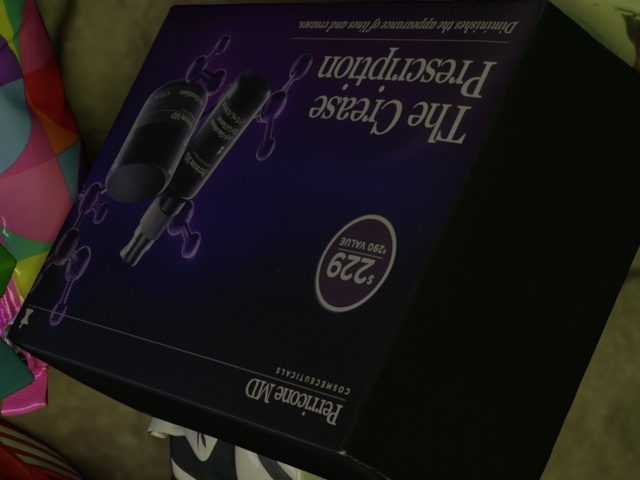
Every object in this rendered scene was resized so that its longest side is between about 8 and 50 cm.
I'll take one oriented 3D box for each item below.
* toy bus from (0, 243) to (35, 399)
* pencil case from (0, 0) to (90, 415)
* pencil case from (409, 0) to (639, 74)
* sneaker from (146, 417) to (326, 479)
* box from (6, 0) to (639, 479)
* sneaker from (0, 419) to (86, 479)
[{"bbox_3d":[-0.246,0.025,0.760,0.202,0.104,0.191,55,133,8],"label":"toy bus"},{"bbox_3d":[-0.160,-0.043,0.802,0.104,0.104,0.236,-15,105,2],"label":"pencil case"},{"bbox_3d":[0.096,-0.149,0.681,0.410,0.183,0.160,22,142,13],"label":"pencil case"},{"bbox_3d":[0.003,0.133,0.877,0.235,0.153,0.094,30,70,-46],"label":"sneaker"},{"bbox_3d":[0.000,0.000,0.705,0.103,0.261,0.184,30,78,-35],"label":"box"},{"bbox_3d":[-0.209,0.148,0.832,0.221,0.128,0.087,5,111,-36],"label":"sneaker"}]
